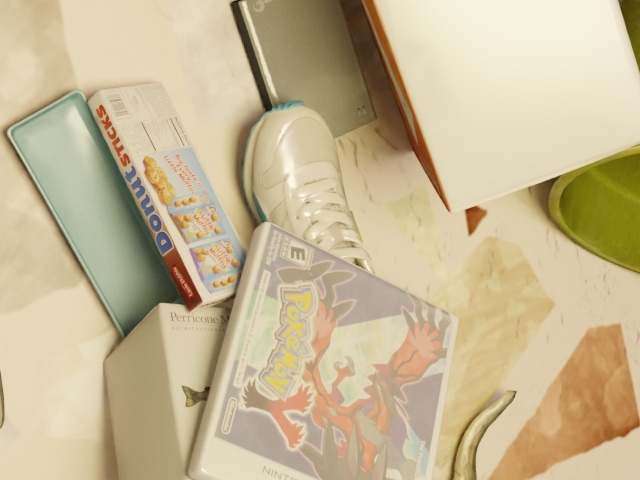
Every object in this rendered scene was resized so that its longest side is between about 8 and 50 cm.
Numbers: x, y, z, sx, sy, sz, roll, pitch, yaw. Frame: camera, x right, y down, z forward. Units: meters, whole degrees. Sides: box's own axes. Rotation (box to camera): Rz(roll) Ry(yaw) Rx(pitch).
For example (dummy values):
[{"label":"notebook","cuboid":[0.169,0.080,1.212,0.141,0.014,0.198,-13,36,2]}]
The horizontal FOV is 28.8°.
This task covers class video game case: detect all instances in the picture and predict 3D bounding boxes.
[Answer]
[{"label":"video game case","cuboid":[0.011,0.109,0.907,0.183,0.023,0.201,27,57,-21]}]

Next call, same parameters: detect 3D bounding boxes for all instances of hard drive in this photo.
[{"label":"hard drive","cuboid":[-0.012,-0.148,1.036,0.094,0.022,0.135,-27,107,-28]}]

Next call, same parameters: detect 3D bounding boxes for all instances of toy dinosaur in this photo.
[{"label":"toy dinosaur","cuboid":[0.115,0.265,1.130,0.118,0.064,0.268,11,86,-43]}]

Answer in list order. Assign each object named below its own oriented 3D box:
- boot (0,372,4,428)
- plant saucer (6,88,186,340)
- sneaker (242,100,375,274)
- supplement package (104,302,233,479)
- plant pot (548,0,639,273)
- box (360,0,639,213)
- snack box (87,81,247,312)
[{"label":"boot","cuboid":[-0.323,0.045,0.817,0.179,0.085,0.236,-24,99,-27]},{"label":"plant saucer","cuboid":[-0.167,-0.016,0.950,0.067,0.018,0.192,-36,112,-26]},{"label":"sneaker","cuboid":[0.000,0.000,1.003,0.087,0.092,0.228,-20,111,-30]},{"label":"supplement package","cuboid":[-0.084,0.150,0.920,0.105,0.105,0.179,5,58,-32]},{"label":"plant pot","cuboid":[0.419,-0.170,1.150,0.366,0.366,0.353,24,68,-32]},{"label":"box","cuboid":[0.106,-0.228,0.964,0.168,0.215,0.345,-21,107,3]},{"label":"snack box","cuboid":[-0.108,-0.035,0.930,0.064,0.022,0.178,-16,76,-49]}]
